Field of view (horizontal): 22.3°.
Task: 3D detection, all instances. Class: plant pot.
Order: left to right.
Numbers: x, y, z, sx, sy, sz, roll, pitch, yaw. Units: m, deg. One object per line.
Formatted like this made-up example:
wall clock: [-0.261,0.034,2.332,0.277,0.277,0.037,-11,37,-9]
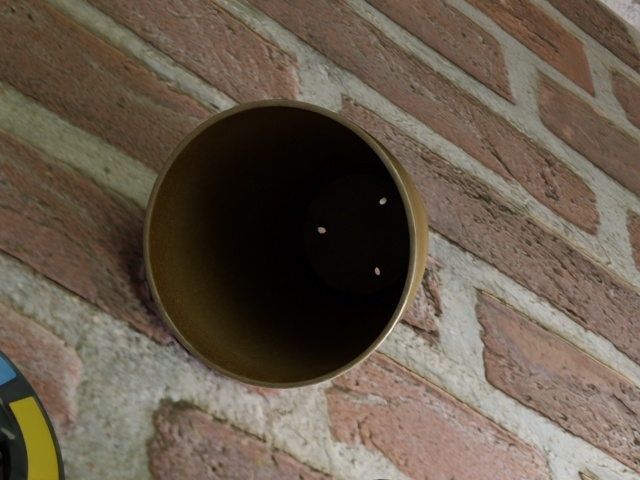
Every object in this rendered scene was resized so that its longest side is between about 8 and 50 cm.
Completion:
plant pot: [0.000,0.000,1.441,0.237,0.237,0.254,53,15,9]

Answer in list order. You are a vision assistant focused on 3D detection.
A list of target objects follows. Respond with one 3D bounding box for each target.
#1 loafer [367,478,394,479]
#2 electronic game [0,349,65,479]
loafer: [0.072,0.355,1.196,0.133,0.130,0.366,-5,59,-23]
electronic game: [-0.268,0.130,1.078,0.229,0.048,0.229,33,33,-25]
